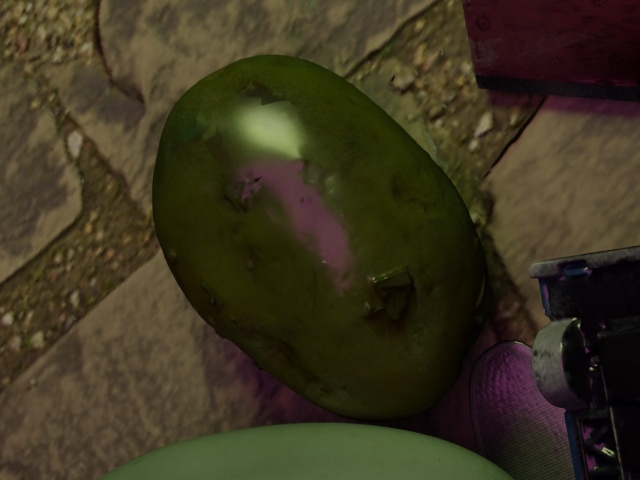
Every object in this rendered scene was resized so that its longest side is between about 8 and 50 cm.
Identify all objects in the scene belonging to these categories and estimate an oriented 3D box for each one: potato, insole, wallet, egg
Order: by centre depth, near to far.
[{"bbox_3d":[0.200,-0.134,1.217,0.232,0.025,0.119,6,134,22],"label":"wallet"},{"bbox_3d":[-0.034,0.231,1.258,0.371,0.230,0.230,-15,87,17],"label":"egg"},{"bbox_3d":[0.000,0.000,1.279,0.186,0.148,0.253,-27,91,37],"label":"potato"},{"bbox_3d":[0.159,0.174,1.297,0.080,0.003,0.232,-28,82,21],"label":"insole"}]

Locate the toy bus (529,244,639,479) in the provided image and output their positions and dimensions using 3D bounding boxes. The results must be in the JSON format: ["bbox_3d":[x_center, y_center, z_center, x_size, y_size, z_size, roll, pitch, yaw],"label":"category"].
[{"bbox_3d":[0.237,0.134,1.167,0.138,0.175,0.287,-11,90,39],"label":"toy bus"}]
